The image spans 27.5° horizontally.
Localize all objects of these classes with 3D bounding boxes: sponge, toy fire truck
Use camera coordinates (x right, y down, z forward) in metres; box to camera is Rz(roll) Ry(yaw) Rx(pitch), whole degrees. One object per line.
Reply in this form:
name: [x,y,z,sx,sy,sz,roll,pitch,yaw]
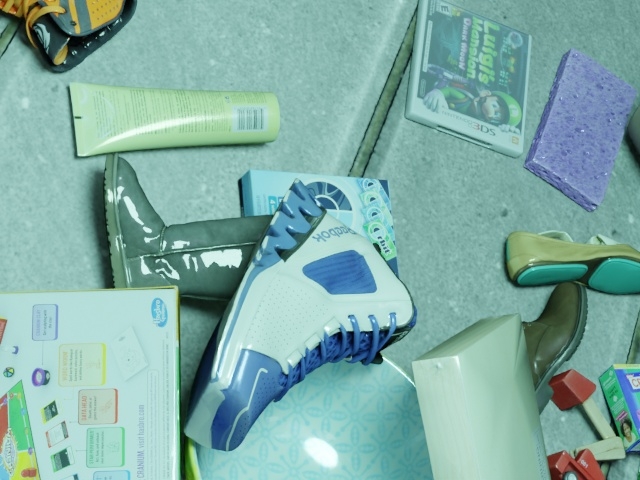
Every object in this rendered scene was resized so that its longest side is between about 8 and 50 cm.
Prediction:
sponge: [0.359,-0.154,1.797,0.117,0.031,0.210,31,60,-13]
toy fire truck: [0.334,0.268,1.610,0.192,0.047,0.135,46,56,-5]

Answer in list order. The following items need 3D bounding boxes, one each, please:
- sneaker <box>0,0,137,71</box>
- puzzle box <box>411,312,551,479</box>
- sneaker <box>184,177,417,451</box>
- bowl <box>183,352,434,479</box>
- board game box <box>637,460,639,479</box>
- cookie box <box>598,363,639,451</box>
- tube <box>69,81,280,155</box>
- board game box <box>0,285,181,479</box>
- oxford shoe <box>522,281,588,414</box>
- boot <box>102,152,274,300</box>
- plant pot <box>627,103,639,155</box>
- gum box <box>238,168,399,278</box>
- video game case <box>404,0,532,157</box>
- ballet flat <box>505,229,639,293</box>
sneaker: [-0.343,-0.280,1.436,0.321,0.124,0.180,-10,75,-30]
puzzle box: [0.193,0.297,1.376,0.272,0.052,0.408,-14,94,-69]
sneaker: [-0.001,0.082,1.308,0.182,0.127,0.315,27,46,-3]
bowl: [-0.021,0.251,1.360,0.289,0.156,0.289,14,51,-17]
board game box: [0.511,0.377,1.669,0.260,0.030,0.136,25,64,-16]
cookie box: [0.415,0.212,1.663,0.092,0.040,0.107,2,54,-26]
tube: [-0.168,-0.143,1.516,0.240,0.062,0.070,-3,29,-23]
board game box: [-0.293,0.168,1.259,0.317,0.064,0.242,0,70,-5]
oxford shoe: [0.259,0.125,1.609,0.096,0.083,0.227,38,58,-4]
boot: [-0.130,-0.014,1.442,0.209,0.076,0.189,-8,87,-7]
plant pot: [0.576,-0.115,1.754,0.323,0.323,0.280,-29,70,-32]
gum box: [0.000,0.000,1.549,0.184,0.041,0.157,4,70,-26]
video game case: [0.201,-0.221,1.748,0.173,0.022,0.190,18,64,-20]
ballet flat: [0.343,0.020,1.698,0.232,0.080,0.073,5,54,-27]
